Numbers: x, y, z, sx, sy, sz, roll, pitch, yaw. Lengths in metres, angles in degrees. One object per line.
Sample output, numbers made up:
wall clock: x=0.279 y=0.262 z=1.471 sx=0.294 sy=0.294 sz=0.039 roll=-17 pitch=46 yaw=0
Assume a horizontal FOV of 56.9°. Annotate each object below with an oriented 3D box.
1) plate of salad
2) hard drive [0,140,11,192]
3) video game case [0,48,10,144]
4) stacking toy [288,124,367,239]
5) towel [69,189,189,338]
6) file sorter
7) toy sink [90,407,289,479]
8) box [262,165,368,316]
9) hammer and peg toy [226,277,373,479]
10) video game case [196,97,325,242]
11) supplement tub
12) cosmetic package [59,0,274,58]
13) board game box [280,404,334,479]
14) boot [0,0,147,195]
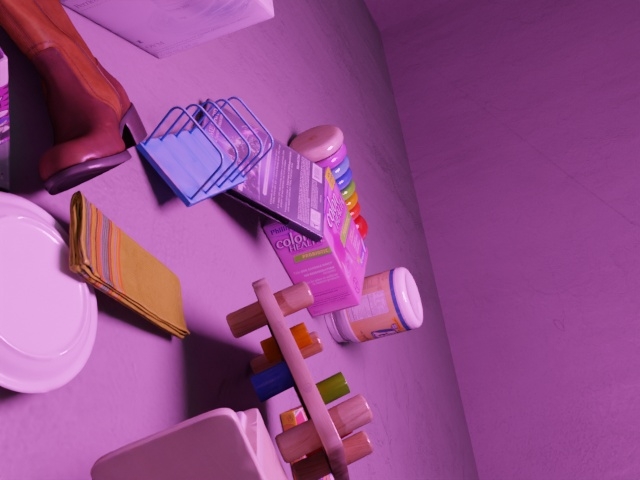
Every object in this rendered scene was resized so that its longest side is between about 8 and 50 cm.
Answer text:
plate of salad: x=-0.292 y=0.050 z=0.569 sx=0.200 sy=0.048 sz=0.200 roll=-19 pitch=90 yaw=-74
hard drive: x=-0.355 y=-0.121 z=0.585 sx=0.094 sy=0.022 sz=0.135 roll=27 pitch=48 yaw=-63
video game case: x=-0.324 y=-0.197 z=0.457 sx=0.041 sy=0.210 sz=0.232 roll=-35 pitch=99 yaw=-26
stacking toy: x=0.036 y=-0.120 z=1.507 sx=0.141 sy=0.141 sz=0.330 roll=-80 pitch=154 yaw=-52
towel: x=-0.227 y=0.039 z=0.726 sx=0.237 sy=0.021 sz=0.102 roll=59 pitch=16 yaw=-58
file sorter: x=-0.167 y=-0.146 z=0.910 sx=0.118 sy=0.104 sz=0.170 roll=50 pitch=28 yaw=0
toy sink: x=-0.118 y=0.281 z=0.644 sx=0.131 sy=0.152 sz=0.234 roll=-117 pitch=-176 yaw=-78
box: x=0.000 y=0.000 z=1.291 sx=0.243 sy=0.117 sz=0.214 roll=62 pitch=22 yaw=-24
hammer and peg toy: x=-0.002 y=0.247 z=0.819 sx=0.266 sy=0.127 sz=0.361 roll=81 pitch=-17 yaw=-57
video game case: x=-0.106 y=-0.129 z=1.084 sx=0.274 sy=0.026 sz=0.196 roll=28 pitch=41 yaw=-25
supplement tub: x=0.122 y=0.154 z=1.362 sx=0.144 sy=0.199 sz=0.144 roll=52 pitch=28 yaw=-43
cosmetic package: x=-0.222 y=-0.396 z=0.865 sx=0.224 sy=0.224 sz=0.138 roll=12 pitch=67 yaw=-67
board game box: x=-0.005 y=0.424 z=1.046 sx=0.124 sy=0.039 sz=0.260 roll=12 pitch=65 yaw=-67
boot: x=-0.306 y=-0.207 z=0.650 sx=0.264 sy=0.096 sz=0.280 roll=-83 pitch=150 yaw=-63
